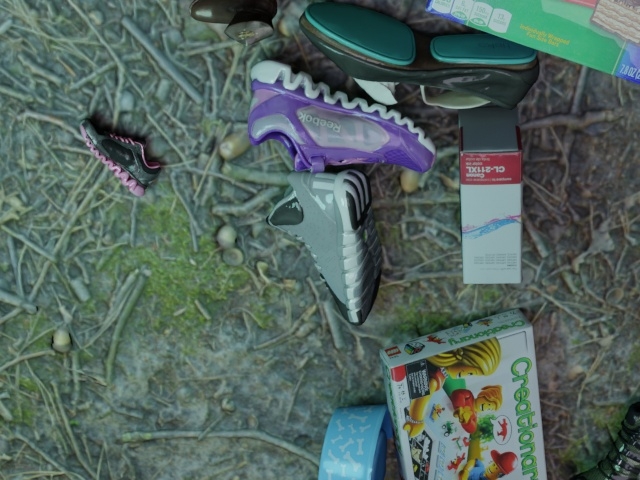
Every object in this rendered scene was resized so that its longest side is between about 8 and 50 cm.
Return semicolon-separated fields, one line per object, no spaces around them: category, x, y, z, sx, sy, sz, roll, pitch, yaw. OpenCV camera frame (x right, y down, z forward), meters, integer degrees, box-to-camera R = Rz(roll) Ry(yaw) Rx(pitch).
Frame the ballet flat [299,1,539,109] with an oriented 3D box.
ballet flat;0.108;-0.196;1.542;0.280;0.095;0.096;11;131;-3

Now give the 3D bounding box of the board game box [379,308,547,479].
board game box;0.193;0.252;1.775;0.192;0.053;0.305;-16;119;-10

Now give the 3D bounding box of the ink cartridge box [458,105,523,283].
ink cartridge box;0.199;-0.052;1.592;0.072;0.127;0.175;-1;119;5

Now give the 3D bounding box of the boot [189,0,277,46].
boot;-0.101;-0.244;1.510;0.106;0.114;0.037;-5;118;6

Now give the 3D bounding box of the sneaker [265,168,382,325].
sneaker;0.000;0.000;1.673;0.132;0.086;0.229;10;130;21

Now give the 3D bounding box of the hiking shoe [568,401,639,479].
hiking shoe;0.418;0.270;1.799;0.226;0.086;0.114;-27;101;11

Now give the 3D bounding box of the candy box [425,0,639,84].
candy box;0.287;-0.353;1.404;0.268;0.122;0.317;20;117;5

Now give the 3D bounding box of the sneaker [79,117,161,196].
sneaker;-0.240;-0.110;1.638;0.057;0.047;0.119;-41;114;6

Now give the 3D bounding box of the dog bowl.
dog bowl;0.045;0.349;1.813;0.074;0.166;0.297;7;120;12

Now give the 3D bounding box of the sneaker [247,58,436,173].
sneaker;0.016;-0.118;1.567;0.236;0.095;0.105;21;78;-4
